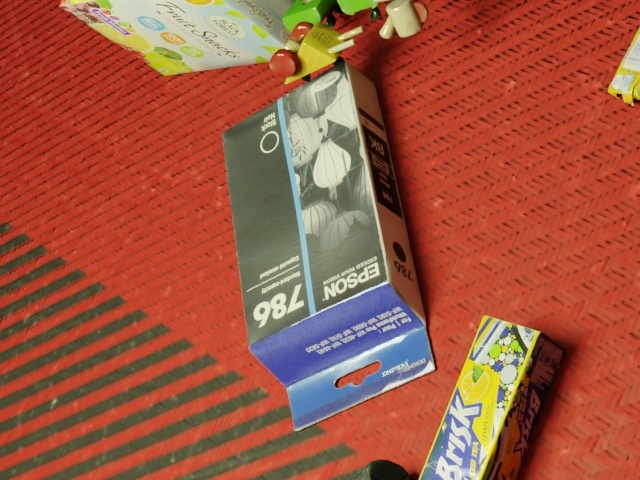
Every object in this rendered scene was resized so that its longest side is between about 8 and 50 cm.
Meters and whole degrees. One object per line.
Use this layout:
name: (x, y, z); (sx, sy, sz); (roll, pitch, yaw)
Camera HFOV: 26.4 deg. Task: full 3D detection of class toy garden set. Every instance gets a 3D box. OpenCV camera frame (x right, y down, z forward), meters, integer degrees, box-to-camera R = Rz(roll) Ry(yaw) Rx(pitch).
toy garden set: (0.074, -0.233, 1.335); (0.244, 0.049, 0.204); (-13, 29, 32)

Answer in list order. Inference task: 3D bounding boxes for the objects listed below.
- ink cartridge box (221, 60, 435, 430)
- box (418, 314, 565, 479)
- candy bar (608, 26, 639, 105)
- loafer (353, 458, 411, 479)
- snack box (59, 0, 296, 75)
ink cartridge box: (0.000, 0.000, 1.310); (0.165, 0.065, 0.332); (-28, 54, 24)
box: (0.139, 0.153, 1.127); (0.059, 0.054, 0.169); (15, 78, 42)
candy bar: (0.301, -0.192, 1.195); (0.040, 0.018, 0.161); (25, 86, 47)
loafer: (0.057, 0.272, 1.139); (0.061, 0.062, 0.170); (-46, 40, 42)
snack box: (-0.146, -0.252, 1.475); (0.207, 0.174, 0.070); (-3, 68, 38)
